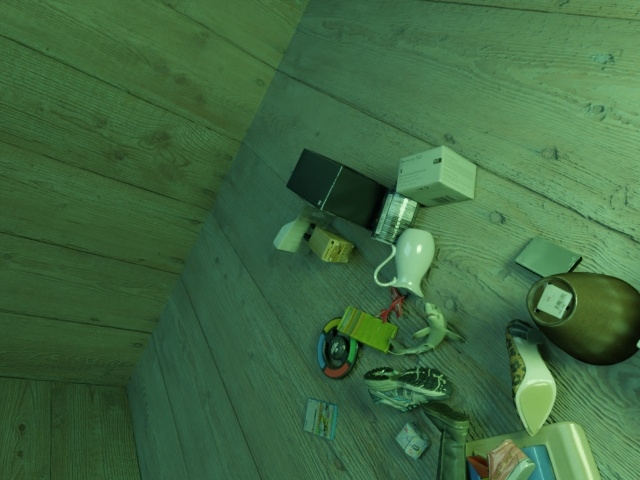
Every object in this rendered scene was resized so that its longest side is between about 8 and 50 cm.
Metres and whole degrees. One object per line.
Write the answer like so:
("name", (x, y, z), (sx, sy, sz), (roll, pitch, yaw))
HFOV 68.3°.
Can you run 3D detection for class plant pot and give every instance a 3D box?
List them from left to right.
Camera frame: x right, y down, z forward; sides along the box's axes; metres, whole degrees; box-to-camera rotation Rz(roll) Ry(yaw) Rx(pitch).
("plant pot", (0.569, 0.156, 1.051), (0.215, 0.230, 0.216), (-26, 55, 44))

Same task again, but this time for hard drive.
("hard drive", (0.589, 0.052, 1.225), (0.094, 0.022, 0.135), (-48, 38, -1))

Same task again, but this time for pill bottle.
("pill bottle", (0.273, -0.102, 1.643), (0.130, 0.130, 0.246), (19, 90, 54))

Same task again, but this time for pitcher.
("pitcher", (0.273, 0.064, 1.535), (0.125, 0.177, 0.207), (150, 133, -84))

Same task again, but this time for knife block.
("knife block", (0.000, 0.000, 1.875), (0.241, 0.275, 0.088), (27, 98, 24))

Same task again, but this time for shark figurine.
("shark figurine", (0.330, 0.279, 1.455), (0.116, 0.166, 0.278), (-71, 8, -46))

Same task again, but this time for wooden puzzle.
("wooden puzzle", (0.476, 0.617, 1.095), (0.347, 0.080, 0.323), (-35, 49, 39))

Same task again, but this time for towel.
("towel", (0.161, 0.310, 1.662), (0.237, 0.021, 0.102), (16, 78, 47))

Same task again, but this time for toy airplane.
("toy airplane", (0.245, 0.227, 1.611), (0.151, 0.028, 0.151), (-42, 28, 27))

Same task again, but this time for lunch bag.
("lunch bag", (0.275, 0.592, 1.398), (0.083, 0.053, 0.071), (48, 115, 41))

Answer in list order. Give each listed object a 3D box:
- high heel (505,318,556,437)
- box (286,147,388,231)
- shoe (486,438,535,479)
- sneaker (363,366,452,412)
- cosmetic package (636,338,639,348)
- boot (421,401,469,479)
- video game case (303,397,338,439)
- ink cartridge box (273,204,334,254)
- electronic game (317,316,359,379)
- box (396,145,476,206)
("high heel", (0.509, 0.332, 1.176), (0.186, 0.093, 0.262), (16, -105, -82))
("box", (0.078, -0.193, 1.802), (0.296, 0.293, 0.183), (38, 105, 52))
("shoe", (0.415, 0.552, 1.099), (0.178, 0.063, 0.081), (-60, 33, 13))
("sneaker", (0.272, 0.461, 1.441), (0.282, 0.110, 0.122), (-6, 105, 38))
("cosmetic package", (0.815, 0.075, 0.821), (0.230, 0.161, 0.454), (43, 110, 52))
("boot", (0.331, 0.557, 1.261), (0.189, 0.075, 0.209), (-174, 82, -74))
("video game case", (0.000, 0.662, 1.761), (0.166, 0.015, 0.119), (-8, 68, 51))
("ink cartridge box", (-0.070, -0.050, 2.023), (0.066, 0.188, 0.233), (47, 113, 41))
("electronic game", (0.064, 0.401, 1.765), (0.229, 0.048, 0.230), (-26, 54, 44))
("box", (0.370, -0.199, 1.513), (0.180, 0.181, 0.119), (-9, 68, 51))
